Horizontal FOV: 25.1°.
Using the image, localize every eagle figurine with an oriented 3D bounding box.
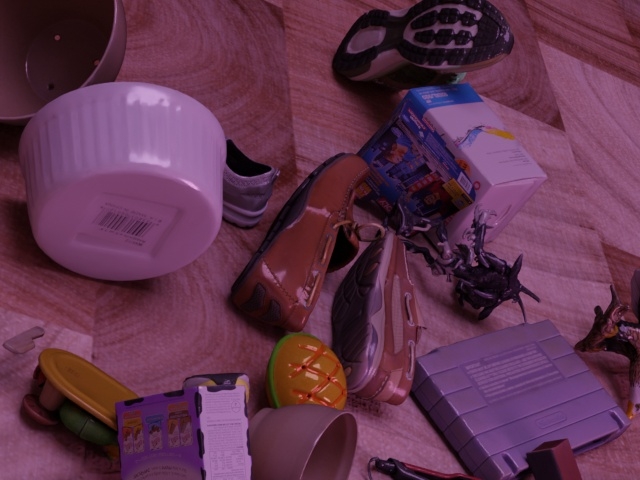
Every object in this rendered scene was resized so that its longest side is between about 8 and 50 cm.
[{"bbox_3d":[0.573,0.211,2.358,0.298,0.225,0.226,25,24,3],"label":"eagle figurine"}]

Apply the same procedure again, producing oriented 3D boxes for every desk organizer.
[{"bbox_3d":[0.345,0.353,2.052,0.050,0.047,0.130,-22,93,-49],"label":"desk organizer"}]

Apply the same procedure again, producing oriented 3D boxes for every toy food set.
[{"bbox_3d":[-0.294,0.197,1.724,0.218,0.071,0.128,36,10,-4],"label":"toy food set"}]

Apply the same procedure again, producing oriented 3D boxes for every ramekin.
[{"bbox_3d":[-0.256,-0.067,1.887,0.277,0.277,0.135,15,47,-28],"label":"ramekin"}]

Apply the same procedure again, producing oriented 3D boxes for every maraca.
[{"bbox_3d":[-0.015,0.214,1.917,0.127,0.099,0.185,-2,75,-39],"label":"maraca"}]

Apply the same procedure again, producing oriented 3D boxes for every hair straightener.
[{"bbox_3d":[0.166,0.347,1.953,0.230,0.047,0.089,23,36,-18],"label":"hair straightener"}]

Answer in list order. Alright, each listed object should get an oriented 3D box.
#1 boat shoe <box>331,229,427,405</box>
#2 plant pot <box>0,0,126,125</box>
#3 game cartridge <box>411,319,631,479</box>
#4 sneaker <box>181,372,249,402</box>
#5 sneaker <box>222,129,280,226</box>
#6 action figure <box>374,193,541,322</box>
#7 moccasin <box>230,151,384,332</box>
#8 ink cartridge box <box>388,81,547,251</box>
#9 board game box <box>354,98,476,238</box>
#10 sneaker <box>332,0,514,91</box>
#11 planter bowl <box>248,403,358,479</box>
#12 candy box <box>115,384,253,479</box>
[{"bbox_3d":[0.092,0.118,2.112,0.116,0.123,0.324,33,40,-18],"label":"boat shoe"},{"bbox_3d":[-0.396,-0.283,2.057,0.284,0.284,0.191,48,1,16],"label":"plant pot"},{"bbox_3d":[0.300,0.242,2.189,0.355,0.068,0.230,-10,51,-46],"label":"game cartridge"},{"bbox_3d":[-0.129,0.226,1.713,0.081,0.208,0.094,1,58,-17],"label":"sneaker"},{"bbox_3d":[-0.188,-0.138,2.158,0.281,0.115,0.105,28,35,-12],"label":"sneaker"},{"bbox_3d":[0.230,0.020,2.300,0.276,0.164,0.141,28,46,-1],"label":"action figure"},{"bbox_3d":[0.002,-0.002,2.142,0.147,0.139,0.380,35,35,-4],"label":"moccasin"},{"bbox_3d":[0.229,-0.126,2.458,0.168,0.171,0.232,-11,56,-47],"label":"ink cartridge box"},{"bbox_3d":[0.126,-0.105,2.356,0.194,0.194,0.060,48,38,-17],"label":"board game box"},{"bbox_3d":[0.214,-0.334,2.566,0.182,0.410,0.158,30,76,-35],"label":"sneaker"},{"bbox_3d":[-0.038,0.272,1.791,0.109,0.162,0.162,19,28,24],"label":"planter bowl"},{"bbox_3d":[-0.151,0.267,1.604,0.070,0.165,0.196,2,78,-41],"label":"candy box"}]
